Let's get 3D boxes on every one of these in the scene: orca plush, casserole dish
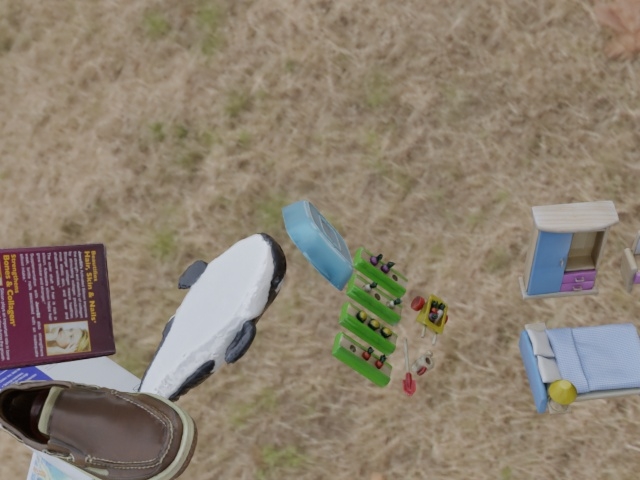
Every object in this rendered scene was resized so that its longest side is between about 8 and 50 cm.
[{"bbox_3d":[-0.116,0.127,1.207,0.151,0.102,0.287,24,88,43],"label":"orca plush"},{"bbox_3d":[0.000,0.000,1.349,0.037,0.114,0.188,-40,15,7],"label":"casserole dish"}]

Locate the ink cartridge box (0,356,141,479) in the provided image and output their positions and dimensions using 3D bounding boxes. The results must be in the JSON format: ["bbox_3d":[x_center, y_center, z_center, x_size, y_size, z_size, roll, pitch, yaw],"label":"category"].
[{"bbox_3d":[-0.384,0.191,1.385,0.332,0.165,0.065,32,125,16],"label":"ink cartridge box"}]

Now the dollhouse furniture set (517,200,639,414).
[{"bbox_3d":[0.477,0.113,1.649,0.286,0.198,0.303,-5,50,-1],"label":"dollhouse furniture set"}]

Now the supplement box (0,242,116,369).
[{"bbox_3d":[-0.285,0.063,0.892,0.081,0.188,0.104,-17,79,52],"label":"supplement box"}]

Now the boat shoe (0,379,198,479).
[{"bbox_3d":[-0.234,0.184,0.993,0.257,0.095,0.095,-3,66,41],"label":"boat shoe"}]

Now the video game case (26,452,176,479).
[{"bbox_3d":[-0.388,0.460,1.727,0.299,0.036,0.329,-12,51,20],"label":"video game case"}]

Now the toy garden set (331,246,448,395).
[{"bbox_3d":[0.132,0.142,1.708,0.049,0.203,0.244,-39,24,39],"label":"toy garden set"}]
